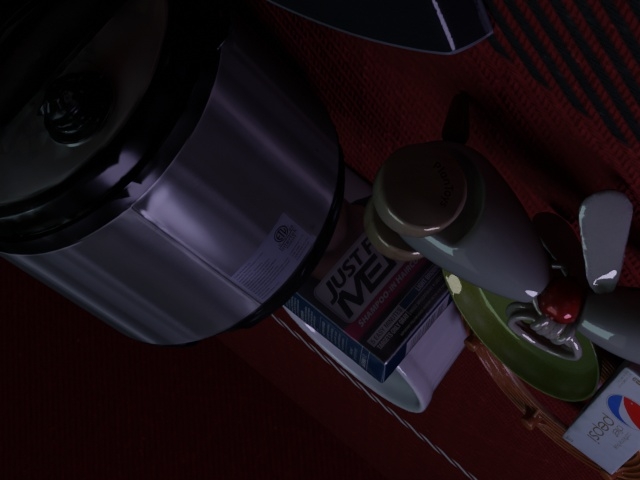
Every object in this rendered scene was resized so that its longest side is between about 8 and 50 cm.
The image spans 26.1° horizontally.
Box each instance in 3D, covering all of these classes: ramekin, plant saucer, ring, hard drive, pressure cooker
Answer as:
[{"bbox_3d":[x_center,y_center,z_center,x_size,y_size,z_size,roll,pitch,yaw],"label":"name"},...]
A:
[{"bbox_3d":[0.078,0.102,1.937,0.277,0.135,0.277,39,166,12],"label":"ramekin"},{"bbox_3d":[0.233,0.076,1.560,0.241,0.037,0.241,43,157,23],"label":"plant saucer"},{"bbox_3d":[0.293,0.185,1.730,0.336,0.032,0.336,43,162,18],"label":"ring"},{"bbox_3d":[0.013,-0.242,1.169,0.255,0.054,0.172,24,159,35],"label":"hard drive"},{"bbox_3d":[-0.211,-0.120,1.475,0.375,0.370,0.420,-9,150,30],"label":"pressure cooker"}]

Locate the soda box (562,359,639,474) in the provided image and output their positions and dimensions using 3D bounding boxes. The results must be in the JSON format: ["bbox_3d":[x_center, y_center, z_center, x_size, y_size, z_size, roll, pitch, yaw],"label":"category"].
[{"bbox_3d":[0.340,0.176,1.498,0.074,0.069,0.216,38,154,11],"label":"soda box"}]

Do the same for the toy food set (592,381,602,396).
[{"bbox_3d":[0.352,0.190,1.704,0.122,0.019,0.078,40,166,5],"label":"toy food set"}]

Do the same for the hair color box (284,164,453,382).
[{"bbox_3d":[0.000,0.000,1.750,0.347,0.174,0.105,38,165,13],"label":"hair color box"}]

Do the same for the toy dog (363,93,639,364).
[{"bbox_3d":[0.195,-0.019,1.304,0.334,0.161,0.220,31,168,-22],"label":"toy dog"}]
